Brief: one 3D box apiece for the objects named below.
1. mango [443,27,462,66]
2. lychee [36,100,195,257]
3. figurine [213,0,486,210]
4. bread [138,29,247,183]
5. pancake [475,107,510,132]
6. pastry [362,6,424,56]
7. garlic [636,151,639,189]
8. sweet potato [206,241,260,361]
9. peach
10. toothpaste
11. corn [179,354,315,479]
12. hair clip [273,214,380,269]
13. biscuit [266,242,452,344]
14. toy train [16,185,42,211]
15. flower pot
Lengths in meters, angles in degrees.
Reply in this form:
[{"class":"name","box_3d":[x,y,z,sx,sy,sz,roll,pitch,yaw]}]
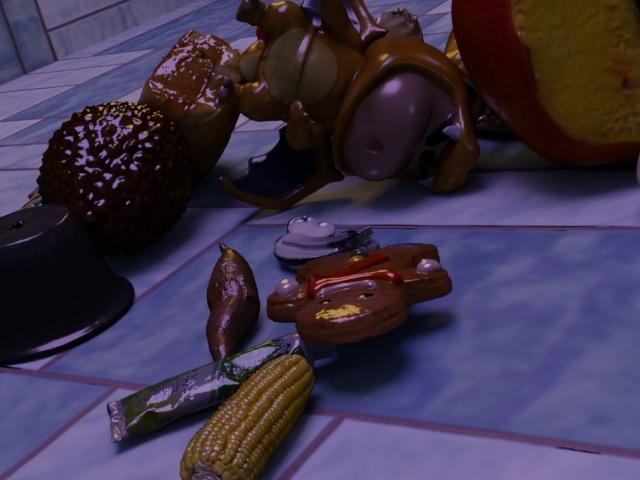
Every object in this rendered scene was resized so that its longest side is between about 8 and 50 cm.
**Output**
[{"class":"mango","box_3d":[0.300,-0.348,1.763,0.176,0.119,0.317,2,31,38]},{"class":"lychee","box_3d":[-0.308,-0.086,1.549,0.236,0.236,0.271,-7,37,19]},{"class":"figurine","box_3d":[0.050,-0.244,1.543,0.387,0.401,0.268,17,-20,-8]},{"class":"bread","box_3d":[-0.216,-0.205,1.749,0.195,0.149,0.344,-57,2,-22]},{"class":"pancake","box_3d":[0.381,-0.267,1.757,0.382,0.071,0.382,-16,21,6]},{"class":"pastry","box_3d":[0.081,-0.271,1.803,0.237,0.170,0.256,-44,2,-25]},{"class":"garlic","box_3d":[0.466,-0.089,1.232,0.175,0.099,0.124,-7,42,16]},{"class":"sweet potato","box_3d":[-0.101,0.089,1.209,0.068,0.068,0.226,-12,39,7]},{"class":"peach","box_3d":[0.327,-0.254,1.432,0.242,0.306,0.380,-22,34,0]},{"class":"toothpaste","box_3d":[-0.102,0.148,1.075,0.248,0.046,0.078,-19,27,-6]},{"class":"corn","box_3d":[-0.063,0.170,0.962,0.072,0.072,0.203,-4,22,26]},{"class":"hair clip","box_3d":[0.000,0.001,1.371,0.172,0.049,0.116,1,22,41]},{"class":"biscuit","box_3d":[0.043,0.048,1.148,0.205,0.049,0.324,-8,12,13]},{"class":"toy train","box_3d":[-0.472,-0.048,1.773,0.118,0.074,0.176,-15,24,27]},{"class":"flower pot","box_3d":[-0.379,0.044,1.372,0.235,0.148,0.235,-12,22,5]}]
